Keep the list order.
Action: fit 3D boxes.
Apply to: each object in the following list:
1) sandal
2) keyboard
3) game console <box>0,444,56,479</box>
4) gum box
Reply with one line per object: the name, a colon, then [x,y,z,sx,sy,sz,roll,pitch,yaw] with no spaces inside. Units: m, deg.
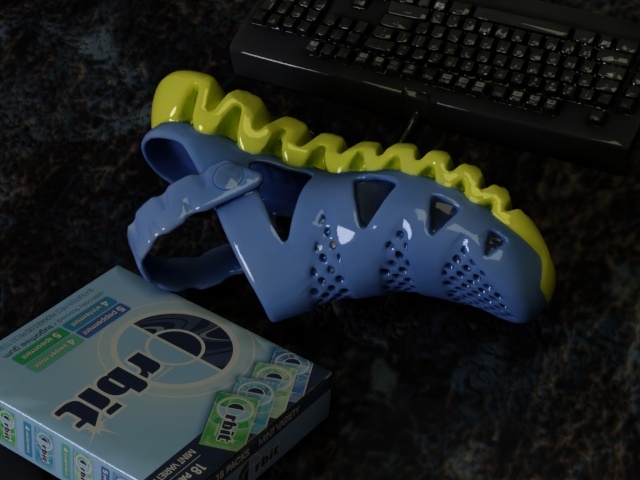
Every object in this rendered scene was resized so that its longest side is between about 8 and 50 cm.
sandal: [0.000,0.000,1.034,0.317,0.126,0.138,17,64,29]
keyboard: [0.075,-0.109,1.138,0.317,0.033,0.201,16,64,25]
game console: [-0.323,0.285,0.984,0.387,0.060,0.342,-22,55,2]
gum box: [-0.112,0.098,1.012,0.184,0.041,0.157,24,38,27]
